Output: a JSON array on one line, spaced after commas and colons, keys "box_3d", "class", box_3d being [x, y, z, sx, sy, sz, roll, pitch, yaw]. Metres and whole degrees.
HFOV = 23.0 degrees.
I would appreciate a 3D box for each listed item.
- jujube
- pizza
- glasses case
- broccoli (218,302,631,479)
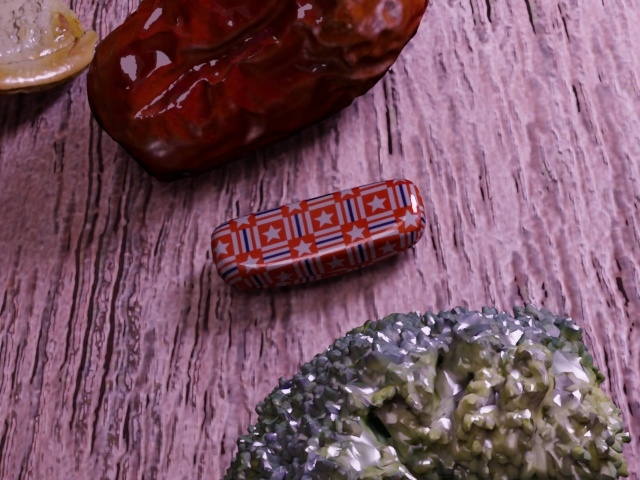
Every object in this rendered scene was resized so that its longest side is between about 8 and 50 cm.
[{"box_3d": [-0.066, -0.199, 1.477, 0.342, 0.216, 0.216, -38, 55, 4], "class": "jujube"}, {"box_3d": [-0.323, -0.229, 1.619, 0.181, 0.034, 0.262, 2, 40, -17], "class": "pizza"}, {"box_3d": [0.000, 0.000, 1.409, 0.194, 0.049, 0.073, -14, 56, 4], "class": "glasses case"}, {"box_3d": [0.092, 0.175, 1.098, 0.302, 0.249, 0.375, 43, 32, 23], "class": "broccoli"}]
